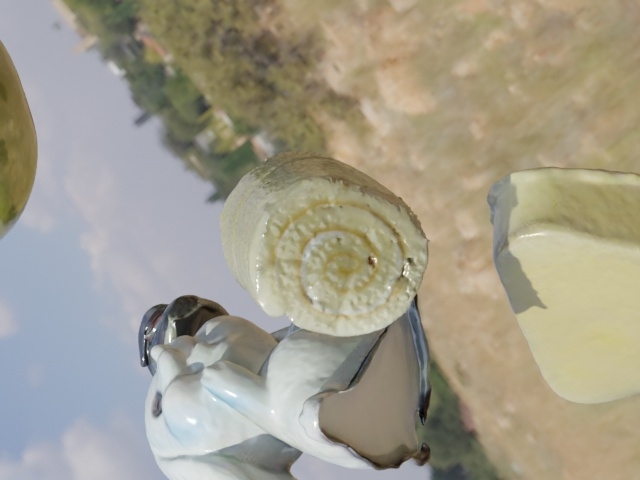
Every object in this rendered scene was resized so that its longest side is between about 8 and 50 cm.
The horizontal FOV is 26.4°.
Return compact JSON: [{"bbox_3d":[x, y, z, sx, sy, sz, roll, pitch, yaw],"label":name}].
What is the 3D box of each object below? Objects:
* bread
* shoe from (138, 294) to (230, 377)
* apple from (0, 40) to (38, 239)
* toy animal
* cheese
[{"bbox_3d":[0.000,0.000,1.135,0.148,0.134,0.141,4,-169,-16],"label":"bread"},{"bbox_3d":[-0.156,0.118,1.486,0.112,0.099,0.227,34,157,26],"label":"shoe"},{"bbox_3d":[-0.382,-0.096,1.257,0.262,0.262,0.262,51,178,2],"label":"apple"},{"bbox_3d":[-0.025,0.150,1.291,0.289,0.249,0.174,12,133,49],"label":"toy animal"},{"bbox_3d":[0.325,0.034,1.473,0.384,0.384,0.104,53,-147,-49],"label":"cheese"}]
